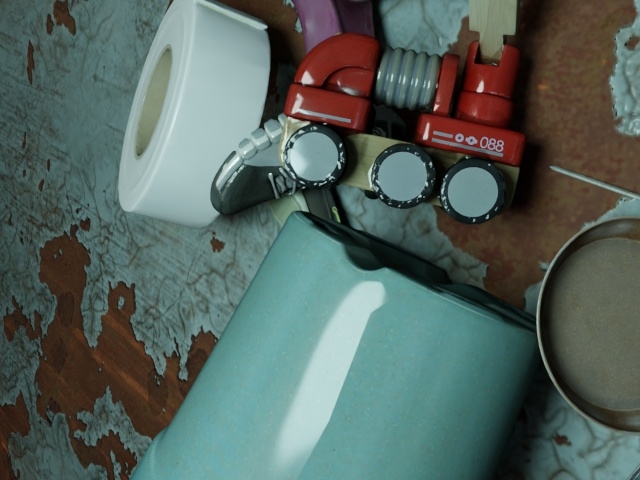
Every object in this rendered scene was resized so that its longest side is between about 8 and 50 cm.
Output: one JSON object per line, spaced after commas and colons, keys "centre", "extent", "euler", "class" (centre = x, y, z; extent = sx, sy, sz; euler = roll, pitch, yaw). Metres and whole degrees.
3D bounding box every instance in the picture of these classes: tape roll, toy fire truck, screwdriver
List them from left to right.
{"centre": [-0.167, -0.162, 0.879], "extent": [0.286, 0.100, 0.286], "euler": [-40, 43, 50], "class": "tape roll"}
{"centre": [0.087, -0.152, 0.620], "extent": [0.216, 0.158, 0.247], "euler": [13, 96, 6], "class": "toy fire truck"}
{"centre": [0.266, -0.035, 0.589], "extent": [0.169, 0.024, 0.025], "euler": [24, 81, 43], "class": "screwdriver"}

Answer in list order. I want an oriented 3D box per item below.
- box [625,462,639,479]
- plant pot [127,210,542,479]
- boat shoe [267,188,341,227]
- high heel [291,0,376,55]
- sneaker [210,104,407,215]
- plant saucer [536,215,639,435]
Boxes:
{"centre": [0.247, 0.198, 0.473], "extent": [0.076, 0.242, 0.308], "euler": [43, 120, 34], "class": "box"}
{"centre": [0.020, 0.173, 0.633], "extent": [0.341, 0.341, 0.334], "euler": [31, 99, 39], "class": "plant pot"}
{"centre": [0.000, 0.000, 0.820], "extent": [0.081, 0.068, 0.228], "euler": [-40, 65, 54], "class": "boat shoe"}
{"centre": [0.099, -0.318, 0.666], "extent": [0.377, 0.127, 0.182], "euler": [-19, 73, 39], "class": "high heel"}
{"centre": [-0.002, -0.078, 0.748], "extent": [0.228, 0.086, 0.132], "euler": [-40, 72, -5], "class": "sneaker"}
{"centre": [0.242, 0.065, 0.545], "extent": [0.029, 0.168, 0.169], "euler": [153, 108, -78], "class": "plant saucer"}
